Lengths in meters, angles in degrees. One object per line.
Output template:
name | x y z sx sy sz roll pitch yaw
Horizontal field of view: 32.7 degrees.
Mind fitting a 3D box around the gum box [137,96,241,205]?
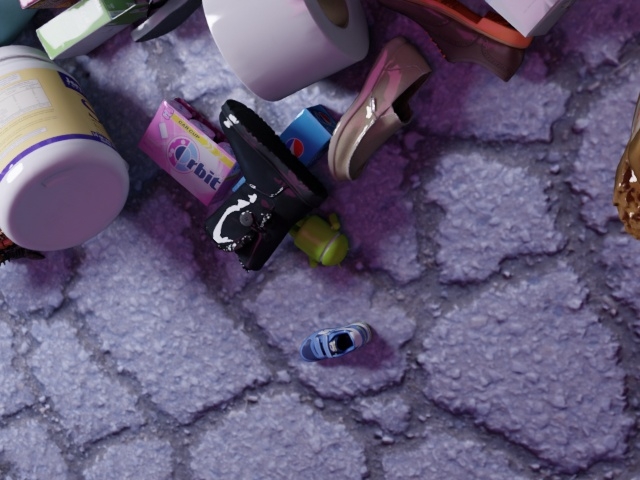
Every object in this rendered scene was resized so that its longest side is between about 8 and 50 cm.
gum box | -0.235 -0.166 1.988 0.188 0.062 0.107 40 114 10

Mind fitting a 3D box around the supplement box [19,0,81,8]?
supplement box | -0.449 -0.468 1.938 0.104 0.188 0.081 -18 94 25

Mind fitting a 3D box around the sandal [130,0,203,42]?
sandal | -0.236 -0.439 1.913 0.254 0.097 0.054 -39 87 15

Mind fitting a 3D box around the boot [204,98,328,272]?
boot | -0.136 -0.089 1.870 0.246 0.094 0.207 47 111 0

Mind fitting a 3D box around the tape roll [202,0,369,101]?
tape roll | -0.054 -0.368 1.765 0.169 0.246 0.246 -22 93 25

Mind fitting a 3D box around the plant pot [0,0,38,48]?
plant pot | -0.645 -0.457 1.995 0.255 0.271 0.272 -29 90 12

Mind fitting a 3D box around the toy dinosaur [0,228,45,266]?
toy dinosaur | -0.664 -0.017 2.119 0.321 0.218 0.164 0 103 23

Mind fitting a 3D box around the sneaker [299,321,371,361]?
sneaker | 0.019 0.186 1.966 0.144 0.059 0.053 -23 95 27

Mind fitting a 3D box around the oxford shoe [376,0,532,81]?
oxford shoe | 0.199 -0.338 1.749 0.271 0.097 0.098 26 117 15

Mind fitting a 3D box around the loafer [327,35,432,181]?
loafer | 0.099 -0.206 1.817 0.092 0.102 0.269 33 112 19

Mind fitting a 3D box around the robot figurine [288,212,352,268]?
robot figurine | 0.000 0.000 1.926 0.115 0.067 0.101 35 114 12

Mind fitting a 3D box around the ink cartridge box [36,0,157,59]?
ink cartridge box | -0.398 -0.405 1.976 0.209 0.109 0.062 -26 92 26

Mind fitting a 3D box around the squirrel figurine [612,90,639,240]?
squirrel figurine | 0.631 -0.111 1.562 0.370 0.281 0.397 15 122 8

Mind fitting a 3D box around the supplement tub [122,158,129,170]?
supplement tub | -0.415 -0.108 2.074 0.071 0.071 0.107 35 112 12

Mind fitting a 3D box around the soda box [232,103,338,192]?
soda box | -0.057 -0.140 1.917 0.071 0.067 0.210 47 115 6

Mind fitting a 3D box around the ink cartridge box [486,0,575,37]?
ink cartridge box | 0.282 -0.412 1.661 0.212 0.154 0.093 43 114 8

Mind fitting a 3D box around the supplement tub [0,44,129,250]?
supplement tub | -0.507 -0.171 1.953 0.241 0.241 0.331 -52 53 24
